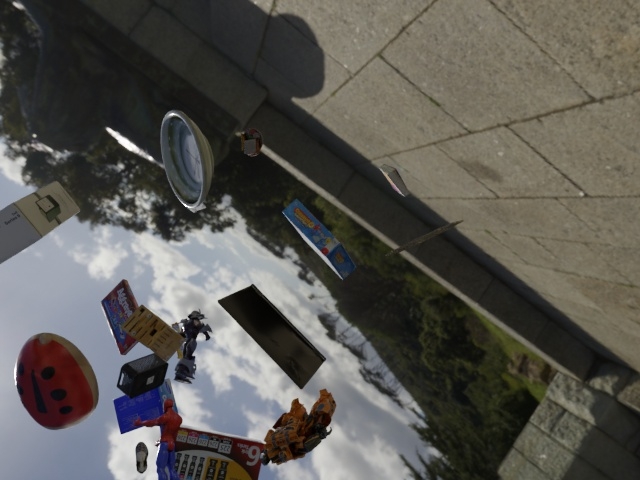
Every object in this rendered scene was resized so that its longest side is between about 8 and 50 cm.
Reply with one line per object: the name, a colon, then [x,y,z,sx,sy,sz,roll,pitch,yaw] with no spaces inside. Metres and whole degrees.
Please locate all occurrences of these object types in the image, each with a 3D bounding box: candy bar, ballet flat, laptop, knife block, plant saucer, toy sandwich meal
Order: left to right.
ballet flat: [-0.559,0.685,1.580,0.041,0.114,0.041,5,-157,-2]
knife block: [-0.544,0.263,1.574,0.242,0.088,0.275,24,158,41]
candy bar: [-0.620,0.435,2.201,0.040,0.161,0.018,-11,179,-42]
plant saucer: [-0.530,-0.335,2.068,0.100,0.400,0.400,-18,-145,-35]
toy sandwich meal: [-0.210,-0.296,1.518,0.085,0.085,0.029,34,-160,19]
laptop: [-0.200,0.371,1.773,0.382,0.236,0.408,45,139,8]

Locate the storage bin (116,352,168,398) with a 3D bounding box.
storage bin: [-0.727,0.553,2.070,0.084,0.122,0.180,27,-162,26]

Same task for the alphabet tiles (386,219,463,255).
alphabet tiles: [0.468,-0.010,2.264,0.285,0.342,0.011,-11,-105,-60]

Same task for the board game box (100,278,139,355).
board game box: [-0.783,0.301,2.010,0.281,0.145,0.027,51,-171,33]

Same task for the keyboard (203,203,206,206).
keyboard: [-0.601,-0.167,2.437,0.014,0.072,0.256,64,173,1]

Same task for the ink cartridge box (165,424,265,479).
ink cartridge box: [-0.367,0.777,1.667,0.309,0.272,0.130,15,161,-12]

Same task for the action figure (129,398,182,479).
action figure: [-0.456,0.589,1.403,0.139,0.280,0.091,-16,151,24]

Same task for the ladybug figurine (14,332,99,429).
ladybug figurine: [-1.007,0.546,1.896,0.305,0.449,0.162,4,-152,8]

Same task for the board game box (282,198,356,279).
board game box: [0.000,0.000,2.207,0.302,0.086,0.308,46,176,27]

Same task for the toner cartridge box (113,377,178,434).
toner cartridge box: [-0.792,0.750,2.272,0.075,0.348,0.165,0,-113,-56]

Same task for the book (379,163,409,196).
book: [0.241,-0.198,1.661,0.096,0.035,0.144,54,-176,-17]

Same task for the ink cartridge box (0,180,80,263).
ink cartridge box: [-0.869,-0.045,1.467,0.121,0.211,0.289,58,-174,-18]

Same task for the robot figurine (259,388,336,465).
robot figurine: [-0.063,0.526,1.423,0.085,0.211,0.291,65,-162,1]

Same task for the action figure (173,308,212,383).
action figure: [-0.496,0.394,1.932,0.099,0.285,0.185,23,146,-29]
